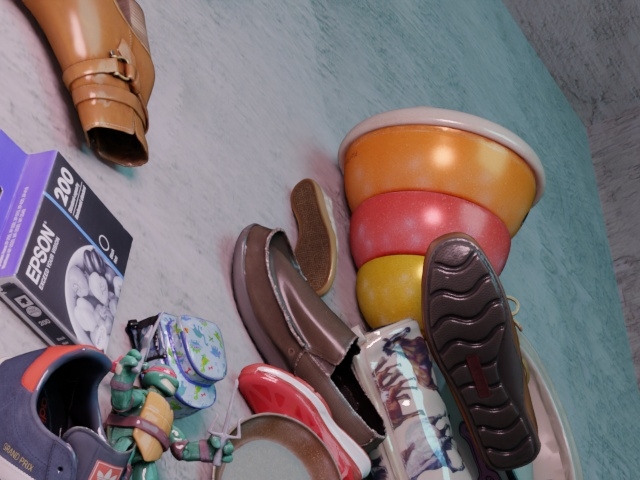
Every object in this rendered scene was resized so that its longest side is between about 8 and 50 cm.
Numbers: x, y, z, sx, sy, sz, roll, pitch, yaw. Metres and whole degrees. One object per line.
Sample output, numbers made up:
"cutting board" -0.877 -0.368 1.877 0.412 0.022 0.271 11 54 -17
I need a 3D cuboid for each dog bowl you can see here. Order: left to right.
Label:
"dog bowl" 0.306 0.344 2.379 0.408 0.150 0.408 48 29 -38

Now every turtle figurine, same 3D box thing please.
"turtle figurine" -0.176 0.205 1.478 0.175 0.118 0.234 35 52 -29

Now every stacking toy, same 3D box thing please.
"stacking toy" 0.163 0.058 2.239 0.350 0.351 0.479 41 53 -47

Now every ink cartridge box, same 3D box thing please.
"ink cartridge box" -0.292 0.003 1.497 0.208 0.045 0.206 50 29 -33

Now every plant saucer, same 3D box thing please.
"plant saucer" -0.057 0.309 1.682 0.199 0.036 0.198 19 58 -33

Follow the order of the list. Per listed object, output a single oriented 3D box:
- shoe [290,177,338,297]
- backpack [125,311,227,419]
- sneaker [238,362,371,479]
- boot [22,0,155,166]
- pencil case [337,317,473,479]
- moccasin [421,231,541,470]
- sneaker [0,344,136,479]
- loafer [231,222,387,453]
"shoe" 0.000 0.000 2.104 0.058 0.077 0.219 38 34 -41
"backpack" -0.161 0.144 1.608 0.105 0.084 0.114 22 53 -57
"sneaker" -0.037 0.266 1.772 0.221 0.087 0.128 42 47 -9
"boot" -0.293 -0.224 1.652 0.283 0.109 0.220 43 36 -59
"pencil case" 0.128 0.315 1.995 0.183 0.160 0.410 7 63 -79
"moccasin" 0.243 0.155 2.070 0.147 0.139 0.380 -87 153 -66
"sneaker" -0.236 0.252 1.258 0.131 0.148 0.350 31 42 -55
"loafer" -0.004 0.137 1.900 0.365 0.130 0.134 67 22 -2
